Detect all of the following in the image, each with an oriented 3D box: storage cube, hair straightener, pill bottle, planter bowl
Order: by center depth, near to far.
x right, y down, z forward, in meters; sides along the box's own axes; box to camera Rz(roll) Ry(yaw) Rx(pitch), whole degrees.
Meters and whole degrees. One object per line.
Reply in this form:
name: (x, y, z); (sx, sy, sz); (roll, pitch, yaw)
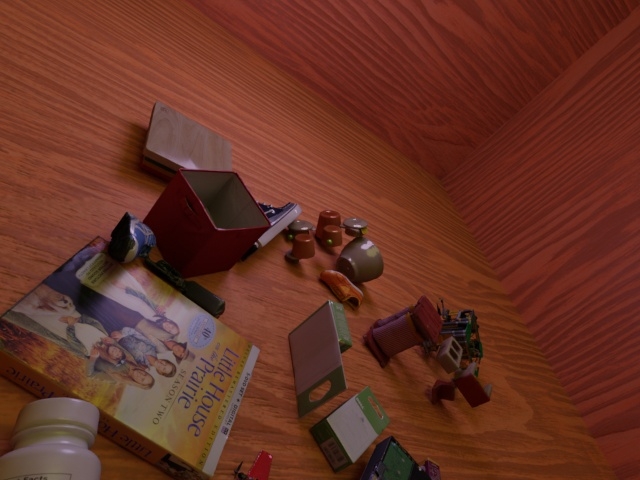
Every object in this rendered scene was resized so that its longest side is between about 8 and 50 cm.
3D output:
pill bottle: (-0.352, 0.329, 0.542); (0.131, 0.131, 0.229); (25, 34, -34)
hair straightener: (-0.304, 0.084, 0.947); (0.230, 0.089, 0.047); (40, 65, 1)
storage cube: (-0.275, -0.041, 1.056); (0.184, 0.193, 0.215); (55, 29, 16)
planter bowl: (0.124, 0.080, 1.497); (0.109, 0.162, 0.162); (-26, 73, -34)

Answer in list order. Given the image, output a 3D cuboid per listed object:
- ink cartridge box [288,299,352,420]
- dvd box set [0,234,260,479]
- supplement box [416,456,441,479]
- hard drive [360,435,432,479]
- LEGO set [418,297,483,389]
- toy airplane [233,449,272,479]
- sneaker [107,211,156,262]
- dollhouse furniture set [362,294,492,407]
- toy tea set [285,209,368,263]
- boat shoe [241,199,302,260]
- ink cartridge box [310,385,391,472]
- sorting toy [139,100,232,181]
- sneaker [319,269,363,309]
ink cartridge box: (0.004, 0.284, 1.034); (0.056, 0.171, 0.235); (25, 35, -34)
dvd box set: (-0.329, 0.206, 0.802); (0.420, 0.062, 0.308); (39, 29, -12)
supplement box: (0.273, 0.610, 1.102); (0.043, 0.055, 0.083); (36, 29, -15)
hard drive: (0.213, 0.614, 0.888); (0.339, 0.064, 0.237); (47, 27, 5)
LEGO set: (0.469, 0.384, 1.588); (0.331, 0.192, 0.255); (-43, 118, -59)
toy airplane: (-0.101, 0.472, 0.803); (0.151, 0.028, 0.151); (32, 33, -24)
sneaker: (-0.371, -0.002, 0.871); (0.081, 0.080, 0.211); (36, 3, -26)
dollhouse furniture set: (0.334, 0.381, 1.342); (0.374, 0.201, 0.152); (54, 28, 2)
toy tea set: (0.000, 0.000, 1.465); (0.336, 0.124, 0.200); (-19, 33, -40)
boat shoe: (-0.179, -0.082, 1.300); (0.158, 0.127, 0.340); (52, 29, -6)
ink cartridge box: (0.078, 0.446, 1.041); (0.109, 0.062, 0.209); (55, 29, 16)
sorting toy: (-0.394, -0.250, 1.272); (0.255, 0.089, 0.257); (26, 34, -33)
sneaker: (0.071, 0.158, 1.404); (0.175, 0.064, 0.067); (36, 40, -12)
